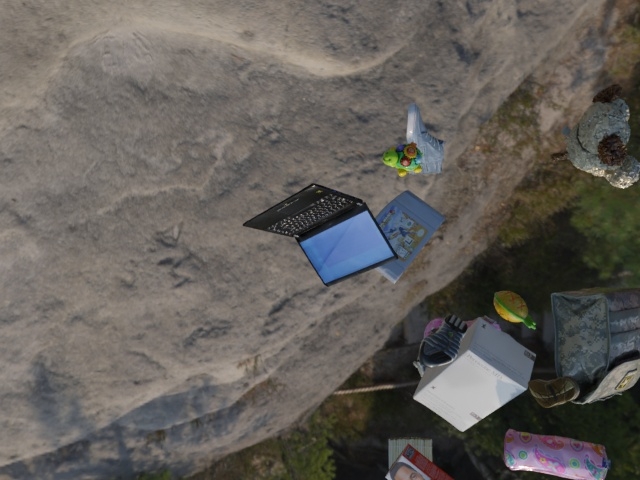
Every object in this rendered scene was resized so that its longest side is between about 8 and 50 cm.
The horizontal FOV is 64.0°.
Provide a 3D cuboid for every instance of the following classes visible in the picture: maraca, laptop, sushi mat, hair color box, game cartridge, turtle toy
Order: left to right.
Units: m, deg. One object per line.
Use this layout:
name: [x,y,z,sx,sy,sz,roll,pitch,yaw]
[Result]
laptop: [0.000,0.000,1.181,0.234,0.137,0.264,-26,154,36]
game cartridge: [0.274,-0.022,1.806,0.198,0.062,0.297,38,88,6]
turtle toy: [0.237,-0.239,1.472,0.130,0.095,0.066,-14,161,-14]
sushi mat: [0.291,0.796,1.636,0.151,0.019,0.317,3,78,-10]
hair color box: [0.202,0.462,0.967,0.043,0.141,0.072,-25,145,-59]
maraca: [0.723,0.258,1.903,0.185,0.127,0.099,40,117,8]

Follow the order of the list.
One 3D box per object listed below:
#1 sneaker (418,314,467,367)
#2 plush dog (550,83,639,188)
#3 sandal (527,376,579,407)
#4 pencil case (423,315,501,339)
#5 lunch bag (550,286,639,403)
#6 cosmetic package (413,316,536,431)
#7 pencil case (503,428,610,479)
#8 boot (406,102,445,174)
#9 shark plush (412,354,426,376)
sneaker: [0.299,0.292,1.312,0.228,0.086,0.132,-26,146,-50]
plush dog: [0.746,-0.283,1.377,0.210,0.263,0.225,-4,162,13]
sandal: [0.581,0.368,1.264,0.049,0.072,0.180,-12,161,-18]
pencil case: [0.590,0.395,2.114,0.386,0.160,0.167,5,89,-42]
lunch bag: [0.728,0.269,1.319,0.235,0.169,0.287,0,87,-35]
cosmetic package: [0.497,0.449,1.689,0.217,0.156,0.385,32,139,8]
pencil case: [0.693,0.640,1.514,0.284,0.124,0.124,1,123,28]
boot: [0.351,-0.334,1.692,0.123,0.095,0.258,1,132,15]
shark plush: [0.456,0.549,2.162,0.067,0.161,0.073,-21,155,-16]
